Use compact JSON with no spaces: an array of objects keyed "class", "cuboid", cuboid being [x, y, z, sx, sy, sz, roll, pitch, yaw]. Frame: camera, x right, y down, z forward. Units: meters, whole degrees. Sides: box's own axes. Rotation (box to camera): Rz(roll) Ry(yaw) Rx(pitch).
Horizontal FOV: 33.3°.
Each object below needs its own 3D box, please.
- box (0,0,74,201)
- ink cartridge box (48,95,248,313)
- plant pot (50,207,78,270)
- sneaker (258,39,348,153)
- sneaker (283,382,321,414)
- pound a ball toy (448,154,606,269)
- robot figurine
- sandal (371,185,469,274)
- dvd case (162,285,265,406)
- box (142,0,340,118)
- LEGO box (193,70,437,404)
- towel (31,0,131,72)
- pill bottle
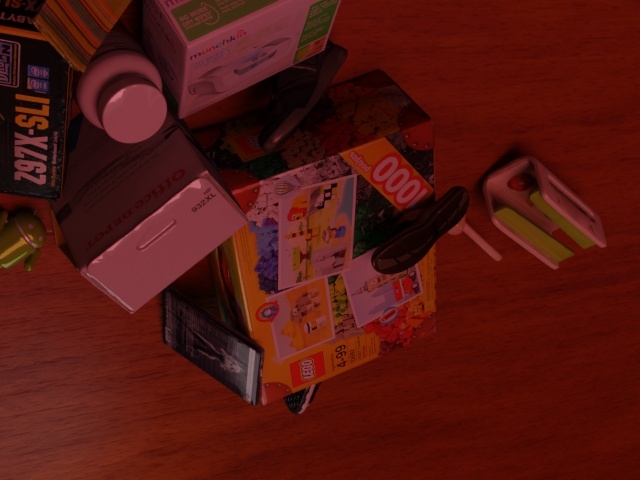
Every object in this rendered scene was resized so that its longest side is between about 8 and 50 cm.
[{"class":"box","cuboid":[-0.459,-0.193,1.412,0.257,0.079,0.322,8,142,-11]},{"class":"ink cartridge box","cuboid":[-0.273,-0.078,1.577,0.223,0.307,0.129,-38,135,2]},{"class":"plant pot","cuboid":[-0.377,-0.016,1.731,0.083,0.081,0.081,-23,135,-28]},{"class":"sneaker","cuboid":[-0.062,-0.245,1.677,0.130,0.087,0.227,32,68,-6]},{"class":"sneaker","cuboid":[0.001,0.260,2.176,0.097,0.084,0.235,2,124,-34]},{"class":"pound a ball toy","cuboid":[0.404,-0.055,2.155,0.208,0.136,0.319,-28,141,29]},{"class":"robot figurine","cuboid":[-0.483,0.000,1.685,0.115,0.067,0.101,-34,123,-3]},{"class":"sandal","cuboid":[0.161,-0.023,1.794,0.219,0.060,0.090,-43,144,-18]},{"class":"dvd case","cuboid":[-0.193,0.187,1.901,0.018,0.221,0.164,-43,155,-36]},{"class":"box","cuboid":[-0.113,-0.322,1.519,0.262,0.127,0.231,-28,170,-18]},{"class":"LEGO box","cuboid":[0.000,0.000,1.886,0.372,0.193,0.500,-21,133,-16]},{"class":"towel","cuboid":[-0.253,-0.324,1.294,0.237,0.021,0.102,-59,148,-14]},{"class":"pill bottle","cuboid":[-0.296,-0.229,1.504,0.121,0.216,0.121,-18,133,-20]}]
